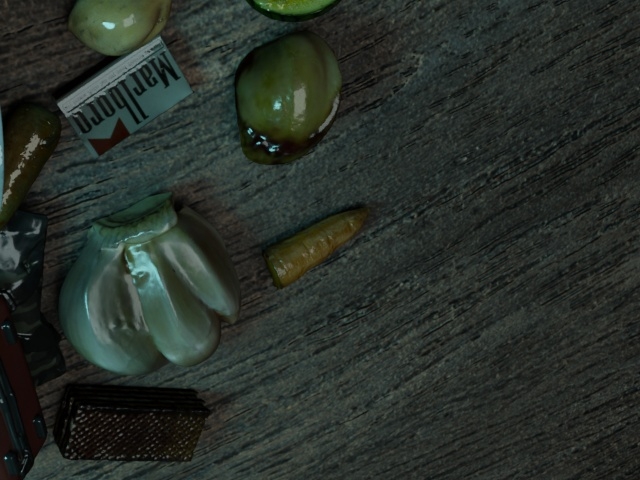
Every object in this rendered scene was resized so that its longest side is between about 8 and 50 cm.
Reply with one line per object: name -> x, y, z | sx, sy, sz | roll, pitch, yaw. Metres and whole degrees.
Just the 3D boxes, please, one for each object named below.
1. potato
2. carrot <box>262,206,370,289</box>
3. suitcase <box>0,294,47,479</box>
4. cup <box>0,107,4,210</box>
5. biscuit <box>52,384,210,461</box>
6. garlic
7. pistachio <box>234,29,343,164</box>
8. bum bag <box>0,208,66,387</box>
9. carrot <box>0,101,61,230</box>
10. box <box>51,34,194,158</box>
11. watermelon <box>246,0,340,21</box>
potato -> -0.267, -0.309, 1.778 | 0.147, 0.112, 0.112 | -34, 128, -17
carrot -> 0.000, 0.000, 2.135 | 0.205, 0.072, 0.072 | -32, 128, -18
suitcase -> -0.528, 0.210, 1.844 | 0.236, 0.161, 0.297 | 5, 126, 19
cup -> -0.572, -0.104, 1.662 | 0.274, 0.259, 0.357 | -5, 150, -26
biscuit -> -0.302, 0.297, 2.126 | 0.252, 0.070, 0.106 | 7, 114, -33
garlic -> -0.259, 0.091, 2.001 | 0.279, 0.132, 0.325 | -21, 120, -8
pistachio -> -0.052, -0.210, 1.942 | 0.210, 0.165, 0.130 | -65, 166, 1
bum bag -> -0.455, 0.096, 1.913 | 0.144, 0.095, 0.341 | -5, 119, -8
carrot -> -0.447, -0.052, 1.798 | 0.078, 0.078, 0.298 | 34, 81, -38
box -> -0.279, -0.209, 1.871 | 0.177, 0.036, 0.115 | -36, 129, -7
watermelon -> -0.018, -0.367, 1.929 | 0.181, 0.075, 0.092 | -34, 84, -10
